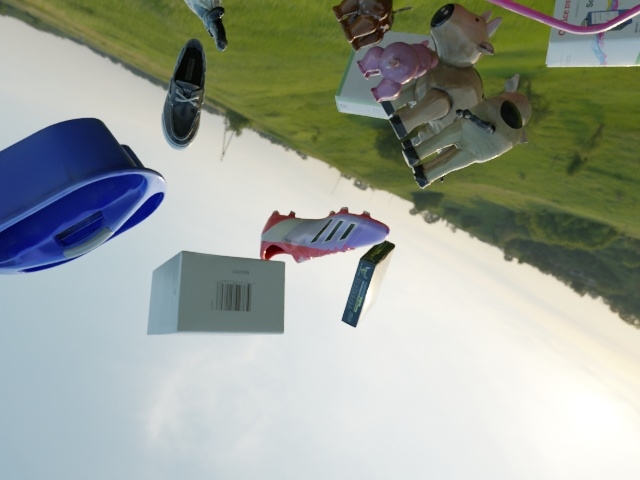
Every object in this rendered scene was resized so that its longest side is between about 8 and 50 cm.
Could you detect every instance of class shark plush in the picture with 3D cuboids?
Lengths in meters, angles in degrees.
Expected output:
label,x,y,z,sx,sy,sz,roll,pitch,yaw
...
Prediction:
label,x,y,z,sx,sy,sz,roll,pitch,yaw
shark plush,-0.128,-0.276,0.527,0.073,0.067,0.161,-27,-121,-21

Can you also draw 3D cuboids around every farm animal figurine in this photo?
label,x,y,z,sx,sy,sz,roll,pitch,yaw
farm animal figurine,0.168,-0.193,0.572,0.327,0.172,0.330,37,-150,-58

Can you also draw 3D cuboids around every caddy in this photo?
label,x,y,z,sx,sy,sz,roll,pitch,yaw
caddy,-0.454,-0.060,0.807,0.179,0.341,0.241,58,175,10

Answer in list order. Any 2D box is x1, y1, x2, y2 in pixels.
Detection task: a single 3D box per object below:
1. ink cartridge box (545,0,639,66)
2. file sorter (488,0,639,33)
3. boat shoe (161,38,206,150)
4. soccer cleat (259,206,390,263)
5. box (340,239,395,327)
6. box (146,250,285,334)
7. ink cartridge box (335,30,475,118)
label,x,y,z,sx,sy,sz,roll,pitch,yaw
ink cartridge box,0.586,-0.444,0.901,0.212,0.154,0.093,10,169,27
file sorter,0.258,-0.369,0.381,0.182,0.290,0.202,14,179,-11
boat shoe,-0.368,-0.402,1.221,0.108,0.301,0.102,13,174,-20
soccer cleat,0.000,0.000,0.747,0.248,0.095,0.083,4,159,34
box,0.148,0.129,1.367,0.059,0.232,0.183,24,-152,19
box,-0.139,0.076,0.571,0.130,0.091,0.170,8,166,-31
ink cartridge box,0.164,-0.310,0.836,0.235,0.171,0.056,14,163,16
